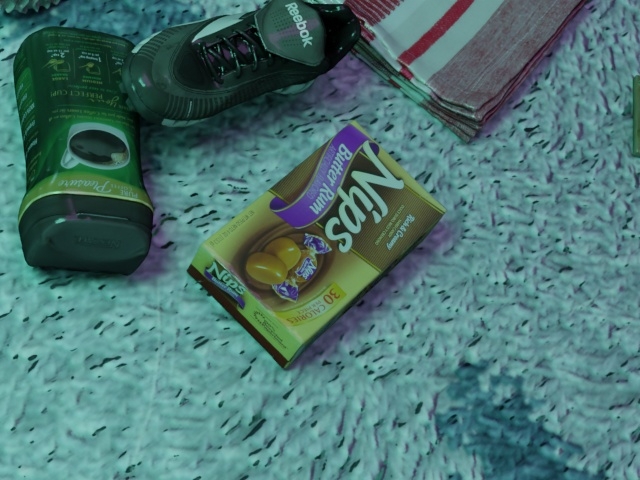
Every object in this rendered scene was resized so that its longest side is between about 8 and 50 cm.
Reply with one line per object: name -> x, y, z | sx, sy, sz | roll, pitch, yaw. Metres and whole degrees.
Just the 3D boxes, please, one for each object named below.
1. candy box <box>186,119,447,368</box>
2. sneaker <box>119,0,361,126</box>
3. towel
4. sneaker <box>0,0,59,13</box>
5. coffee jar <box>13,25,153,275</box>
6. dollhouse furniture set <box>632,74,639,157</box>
candy box -> 0.000, 0.000, 1.079 | 0.109, 0.053, 0.187 | 45, 57, 7
sneaker -> -0.053, -0.149, 1.069 | 0.234, 0.106, 0.078 | -21, 87, -49
towel -> 0.070, -0.263, 1.266 | 0.329, 0.037, 0.237 | 38, 55, 3
sneaker -> -0.223, -0.303, 1.142 | 0.146, 0.102, 0.293 | 35, 51, 5
coffee jar -> -0.177, -0.064, 1.028 | 0.096, 0.079, 0.184 | 7, 59, -26
dollhouse furniture set -> 0.394, -0.142, 1.235 | 0.161, 0.182, 0.101 | 15, 58, -13
